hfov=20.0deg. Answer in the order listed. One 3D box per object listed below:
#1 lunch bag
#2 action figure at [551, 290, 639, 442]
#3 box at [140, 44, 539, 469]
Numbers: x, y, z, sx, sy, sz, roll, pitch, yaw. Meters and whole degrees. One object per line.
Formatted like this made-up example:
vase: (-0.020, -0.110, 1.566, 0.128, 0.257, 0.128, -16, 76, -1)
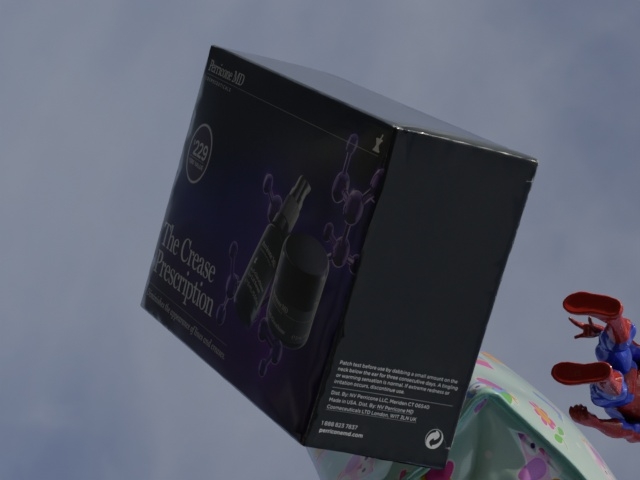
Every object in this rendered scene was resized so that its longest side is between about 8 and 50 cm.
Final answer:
lunch bag: (0.131, 0.195, 1.195, 0.160, 0.262, 0.223, -47, -165, 3)
action figure: (0.102, 0.048, 0.636, 0.030, 0.115, 0.038, 0, -108, 22)
box: (0.000, 0.000, 1.085, 0.261, 0.103, 0.184, 31, -76, 60)
